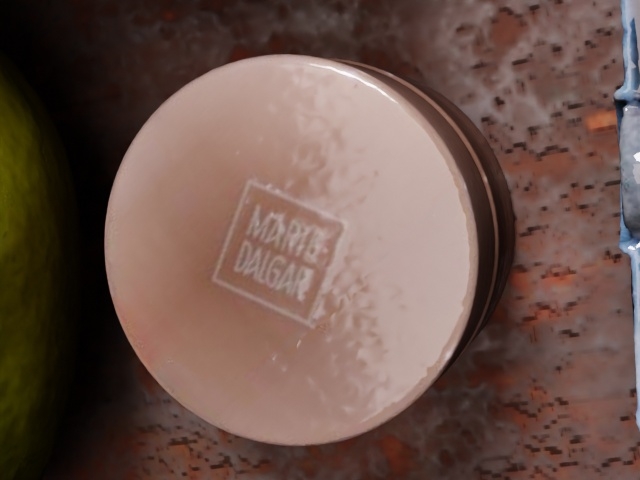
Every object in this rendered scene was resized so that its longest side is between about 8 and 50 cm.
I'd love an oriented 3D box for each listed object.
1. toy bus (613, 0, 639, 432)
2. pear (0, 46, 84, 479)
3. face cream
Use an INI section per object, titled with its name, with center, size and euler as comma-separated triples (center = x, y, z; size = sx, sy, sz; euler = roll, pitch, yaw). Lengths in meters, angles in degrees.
[toy bus]
center = 0.153, -0.086, 0.384
size = 0.106, 0.131, 0.297
euler = -2, 94, 18
[pear]
center = -0.232, 0.018, 0.451
size = 0.269, 0.269, 0.321
euler = -3, 111, 18
[face cream]
center = 0.000, 0.000, 0.453
size = 0.149, 0.104, 0.149
euler = 2, 96, 17
